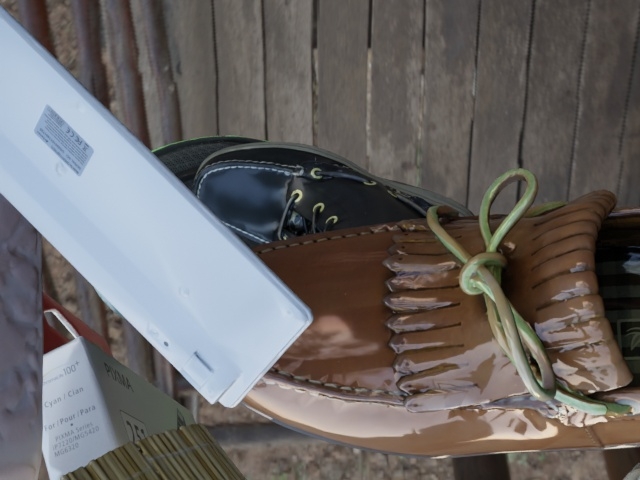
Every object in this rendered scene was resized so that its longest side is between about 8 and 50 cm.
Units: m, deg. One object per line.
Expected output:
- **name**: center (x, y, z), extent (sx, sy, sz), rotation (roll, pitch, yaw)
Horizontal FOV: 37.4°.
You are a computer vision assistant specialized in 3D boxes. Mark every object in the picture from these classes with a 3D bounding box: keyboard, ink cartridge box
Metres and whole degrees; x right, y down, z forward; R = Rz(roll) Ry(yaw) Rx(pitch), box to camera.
- **keyboard**: center (-0.112, -0.036, 0.404), extent (0.256, 0.014, 0.072), rotation (44, 121, 5)
- **ink cartridge box**: center (-0.193, 0.149, 0.893), extent (0.066, 0.261, 0.296), rotation (-26, 156, 0)

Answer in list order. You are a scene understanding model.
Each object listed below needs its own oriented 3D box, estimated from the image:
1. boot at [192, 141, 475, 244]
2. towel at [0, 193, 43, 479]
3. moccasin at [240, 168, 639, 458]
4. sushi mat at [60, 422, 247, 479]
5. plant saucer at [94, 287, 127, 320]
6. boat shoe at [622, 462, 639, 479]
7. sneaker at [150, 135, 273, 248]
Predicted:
- **boot**: center (0.001, -0.001, 0.690), extent (0.236, 0.178, 0.085), rotation (15, 111, 5)
- **towel**: center (-0.300, 0.016, 0.572), extent (0.053, 0.317, 0.332), rotation (-13, 162, 26)
- **moccasin**: center (0.124, 0.037, 0.459), extent (0.380, 0.139, 0.147), rotation (5, 148, 14)
- **sushi mat**: center (-0.034, 0.253, 0.625), extent (0.316, 0.151, 0.019), rotation (45, 116, 22)
- **plant saucer**: center (-0.165, 0.002, 1.038), extent (0.195, 0.037, 0.195), rotation (1, 80, -3)
- **boat shoe**: center (0.277, 0.224, 0.731), extent (0.123, 0.116, 0.324), rotation (-9, 160, -29)
- **sneaker**: center (0.036, 0.030, 0.854), extent (0.482, 0.202, 0.185), rotation (17, 92, -14)
